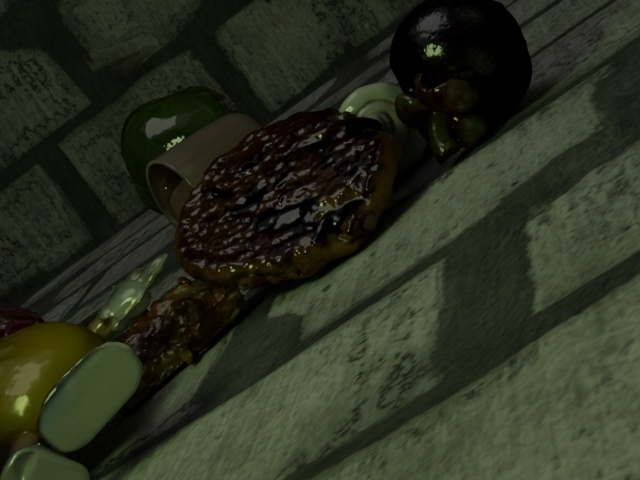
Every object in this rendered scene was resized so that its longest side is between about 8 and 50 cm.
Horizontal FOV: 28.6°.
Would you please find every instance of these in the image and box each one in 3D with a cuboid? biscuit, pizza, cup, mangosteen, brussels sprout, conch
[{"bbox_3d":[-0.039,-0.051,1.632,0.334,0.081,0.289,-3,47,37],"label":"biscuit"},{"bbox_3d":[-0.189,0.108,1.652,0.229,0.081,0.289,-31,12,32],"label":"pizza"},{"bbox_3d":[-0.187,-0.102,2.348,0.200,0.191,0.253,-39,-22,-27],"label":"cup"},{"bbox_3d":[0.171,-0.205,1.614,0.194,0.194,0.230,-11,54,67],"label":"mangosteen"},{"bbox_3d":[-0.295,-0.211,2.829,0.315,0.276,0.371,-32,11,8],"label":"brussels sprout"},{"bbox_3d":[0.088,-0.135,1.784,0.158,0.127,0.255,-33,-14,9],"label":"conch"}]

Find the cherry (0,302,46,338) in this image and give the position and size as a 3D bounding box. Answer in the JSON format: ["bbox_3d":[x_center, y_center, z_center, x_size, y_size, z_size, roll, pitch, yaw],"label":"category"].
[{"bbox_3d":[-0.575,0.207,2.155,0.300,0.203,0.230,-22,9,28],"label":"cherry"}]

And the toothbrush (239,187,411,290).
[{"bbox_3d":[0.000,0.000,1.667,0.307,0.029,0.025,-27,0,32],"label":"toothbrush"}]

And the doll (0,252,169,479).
[{"bbox_3d":[-0.311,0.177,1.461,0.348,0.161,0.423,-39,20,17],"label":"doll"}]

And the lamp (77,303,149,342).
[{"bbox_3d":[-0.402,0.202,1.929,0.325,0.089,0.090,-36,12,9],"label":"lamp"}]
